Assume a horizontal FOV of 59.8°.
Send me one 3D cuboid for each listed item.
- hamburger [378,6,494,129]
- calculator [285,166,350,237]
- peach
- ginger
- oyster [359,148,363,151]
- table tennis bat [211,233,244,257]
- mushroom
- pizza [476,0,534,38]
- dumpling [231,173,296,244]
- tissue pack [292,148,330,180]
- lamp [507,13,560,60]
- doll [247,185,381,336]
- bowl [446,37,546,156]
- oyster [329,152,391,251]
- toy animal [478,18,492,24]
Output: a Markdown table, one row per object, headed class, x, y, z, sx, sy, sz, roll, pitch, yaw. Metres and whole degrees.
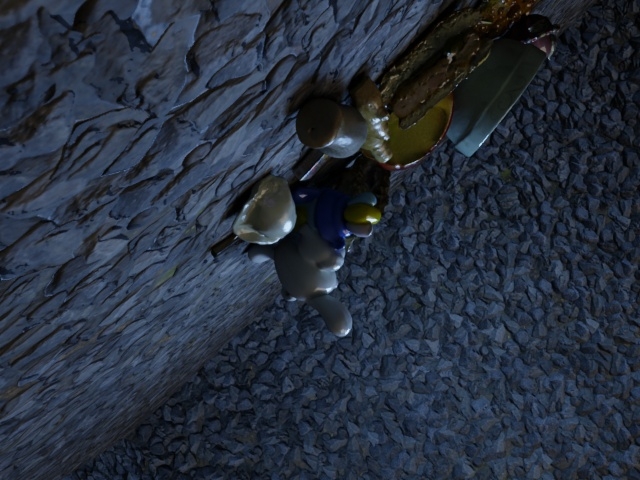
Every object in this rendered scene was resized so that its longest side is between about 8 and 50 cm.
| class | x | y | z | sx | sy | sz | roll | pitch | yaw |
| --- | --- | --- | --- | --- | --- | --- | --- | --- | --- |
| hamburger | 0.231 | -0.363 | 1.157 | 0.262 | 0.124 | 0.131 | -40 | -167 | 15 |
| calculator | -0.018 | -0.111 | 1.640 | 0.274 | 0.028 | 0.166 | -41 | 171 | -35 |
| peach | 0.229 | -0.292 | 1.361 | 0.267 | 0.158 | 0.154 | -53 | -167 | 16 |
| ginger | 0.100 | -0.247 | 1.154 | 0.065 | 0.118 | 0.299 | -48 | 166 | -3 |
| oyster | 0.048 | -0.217 | 1.259 | 0.132 | 0.086 | 0.029 | 21 | -84 | 60 |
| table tennis bat | -0.170 | -0.025 | 1.295 | 0.220 | 0.019 | 0.130 | -40 | 174 | -38 |
| mushroom | 0.029 | -0.203 | 1.012 | 0.247 | 0.108 | 0.096 | -23 | 118 | -78 |
| pizza | 0.430 | -0.540 | 1.303 | 0.226 | 0.086 | 0.335 | -47 | 174 | 22 |
| dumpling | -0.118 | -0.045 | 1.141 | 0.134 | 0.100 | 0.169 | -27 | 167 | -19 |
| tissue pack | -0.017 | -0.170 | 1.210 | 0.083 | 0.035 | 0.063 | -43 | 174 | 21 |
| lamp | 0.687 | -0.669 | 1.852 | 0.223 | 0.151 | 0.215 | 6 | -161 | 34 |
| doll | -0.006 | 0.000 | 1.395 | 0.187 | 0.376 | 0.366 | -18 | 135 | -62 |
| bowl | 0.410 | -0.378 | 1.411 | 0.307 | 0.163 | 0.307 | -55 | 180 | 0 |
| oyster | 0.092 | -0.132 | 1.532 | 0.201 | 0.107 | 0.355 | -29 | -148 | 35 |
| toy animal | 0.310 | -0.450 | 1.233 | 0.105 | 0.070 | 0.202 | -23 | 176 | -4 |
